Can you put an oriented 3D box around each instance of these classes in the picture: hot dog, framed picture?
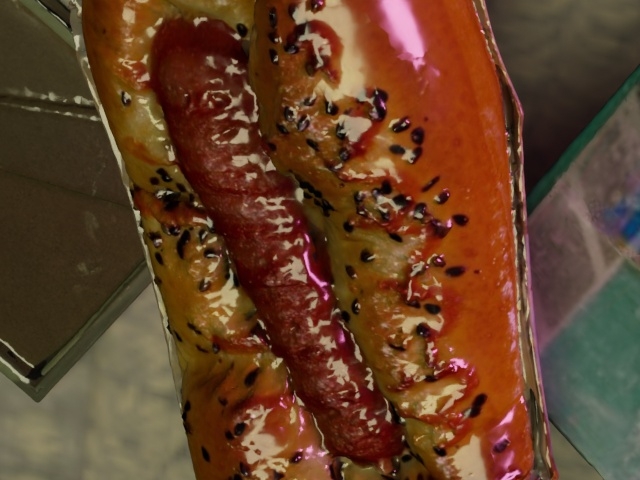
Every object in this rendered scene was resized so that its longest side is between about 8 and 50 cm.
[{"bbox_3d":[0.000,0.000,0.465,0.108,0.059,0.191,-5,110,26],"label":"hot dog"},{"bbox_3d":[-0.109,-0.033,0.575,0.149,0.011,0.109,42,118,-8],"label":"framed picture"}]

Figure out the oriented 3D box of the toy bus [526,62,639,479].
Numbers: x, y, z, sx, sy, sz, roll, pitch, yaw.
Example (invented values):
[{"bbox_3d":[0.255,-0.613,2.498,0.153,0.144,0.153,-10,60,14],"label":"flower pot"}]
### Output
[{"bbox_3d":[0.145,-0.045,0.457,0.109,0.091,0.262,47,117,15],"label":"toy bus"}]
